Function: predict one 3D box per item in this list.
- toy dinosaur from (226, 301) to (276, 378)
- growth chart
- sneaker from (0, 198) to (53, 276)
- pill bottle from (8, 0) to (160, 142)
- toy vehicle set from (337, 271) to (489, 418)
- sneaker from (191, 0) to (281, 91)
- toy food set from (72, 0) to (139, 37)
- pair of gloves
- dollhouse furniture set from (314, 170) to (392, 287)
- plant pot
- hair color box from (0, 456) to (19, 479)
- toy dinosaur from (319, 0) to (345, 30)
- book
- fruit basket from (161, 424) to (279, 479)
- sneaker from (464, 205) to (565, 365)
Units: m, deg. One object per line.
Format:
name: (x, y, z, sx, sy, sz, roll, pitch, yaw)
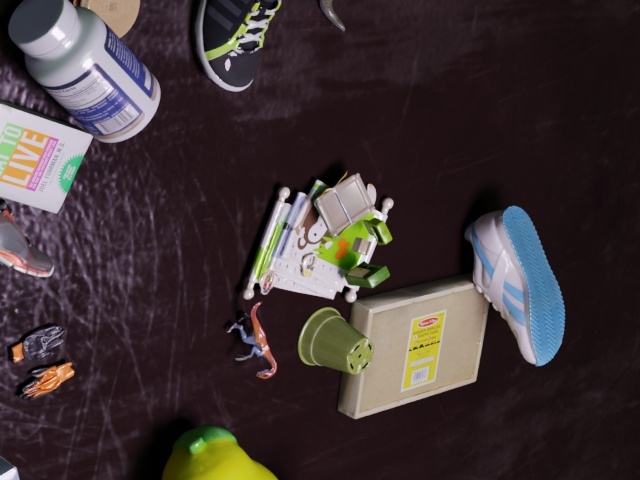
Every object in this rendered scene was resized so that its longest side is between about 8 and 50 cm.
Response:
toy dinosaur: (-0.079, 0.133, 2.110, 0.082, 0.090, 0.047, 46, 53, -2)
growth chart: (0.000, 0.000, 2.172, 0.237, 0.021, 0.172, 7, 102, -50)
sneaker: (-0.333, -0.008, 1.773, 0.158, 0.061, 0.065, 31, 79, -51)
pill bottle: (-0.248, -0.184, 1.749, 0.094, 0.094, 0.169, -55, 139, -12)
toy vehicle set: (0.137, 0.145, 2.380, 0.267, 0.035, 0.166, -11, 116, -45)
sneaker: (-0.083, -0.272, 1.883, 0.084, 0.097, 0.234, -20, 123, -40)
toy food set: (-0.228, -0.252, 1.795, 0.082, 0.020, 0.083, -32, 130, -33)
pair of gloves: (-0.315, 0.137, 1.900, 0.074, 0.010, 0.083, -29, 125, -34)
dollhouse furniture set: (0.037, -0.014, 2.172, 0.076, 0.058, 0.151, -36, 112, -23)
plant pot: (0.026, 0.140, 2.223, 0.083, 0.079, 0.083, -23, 124, -39)
hair color box: (-0.384, 0.377, 1.806, 0.113, 0.185, 0.374, -32, 130, -33)
toy dinosaur: (0.021, -0.367, 1.937, 0.160, 0.121, 0.313, -35, 129, -14)
book: (-0.316, -0.090, 1.774, 0.144, 0.035, 0.096, 17, 99, -52)
fruit basket: (-0.112, 0.420, 2.132, 0.392, 0.283, 0.392, 11, 64, -25)
sneaker: (0.276, 0.068, 2.389, 0.087, 0.092, 0.228, -17, 90, -46)
